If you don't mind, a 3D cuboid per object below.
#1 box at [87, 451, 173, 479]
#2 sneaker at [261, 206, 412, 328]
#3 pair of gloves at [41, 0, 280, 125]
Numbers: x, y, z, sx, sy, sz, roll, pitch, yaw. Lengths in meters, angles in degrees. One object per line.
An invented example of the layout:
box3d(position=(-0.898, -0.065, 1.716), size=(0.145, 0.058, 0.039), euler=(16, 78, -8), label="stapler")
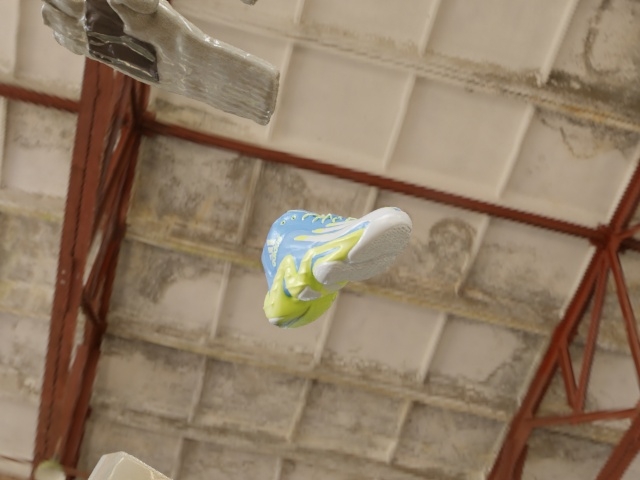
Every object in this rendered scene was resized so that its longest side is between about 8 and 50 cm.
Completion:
box3d(position=(-0.216, 0.366, 0.920), size=(0.148, 0.311, 0.121), euler=(33, -23, -11), label="box")
box3d(position=(0.000, 0.000, 1.131), size=(0.091, 0.126, 0.240), euler=(3, -32, -43), label="sneaker")
box3d(position=(-0.121, -0.188, 0.716), size=(0.204, 0.042, 0.240), euler=(20, -29, 11), label="pair of gloves")
